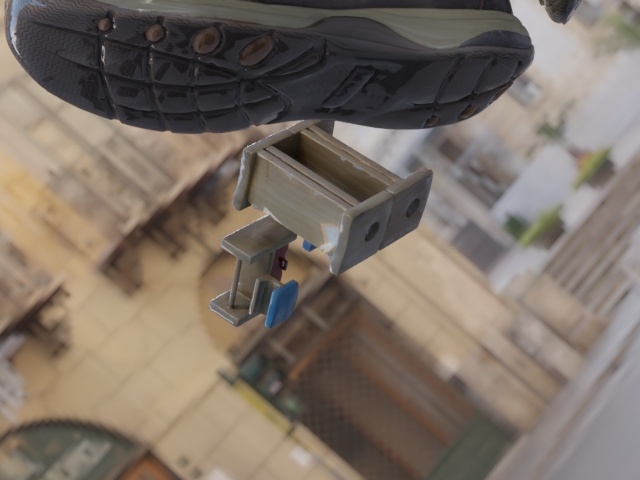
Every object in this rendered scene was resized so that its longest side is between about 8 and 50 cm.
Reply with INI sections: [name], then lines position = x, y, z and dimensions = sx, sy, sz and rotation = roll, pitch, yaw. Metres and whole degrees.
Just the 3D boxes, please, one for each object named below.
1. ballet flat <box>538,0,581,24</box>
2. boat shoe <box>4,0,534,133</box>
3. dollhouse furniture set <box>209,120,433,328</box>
[ballet flat]
position = 0.193, -0.263, 1.477
dimensions = 0.250, 0.058, 0.084
rotation = 87, -155, -59
[boat shoe]
position = -0.034, -0.147, 1.165
dimensions = 0.355, 0.130, 0.132
rotation = 2, -27, -35
[dollhouse furniture set]
position = 0.000, 0.000, 1.749
dimensions = 0.129, 0.129, 0.184
rotation = -29, -37, -45
